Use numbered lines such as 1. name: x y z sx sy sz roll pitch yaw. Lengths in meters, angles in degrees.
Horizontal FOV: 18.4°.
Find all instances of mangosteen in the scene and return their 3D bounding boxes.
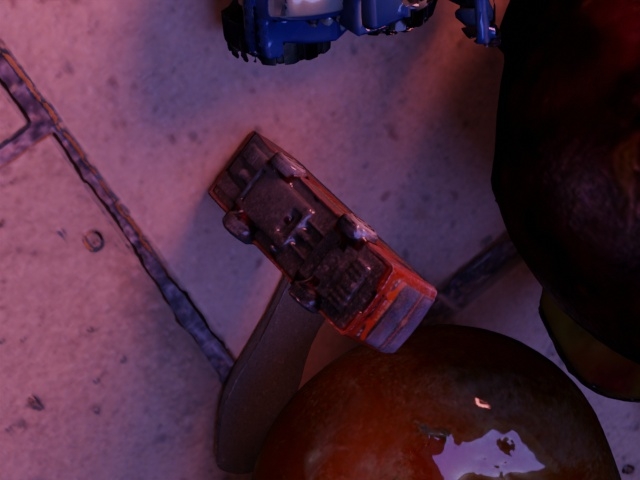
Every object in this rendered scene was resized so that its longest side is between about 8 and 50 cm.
1. mangosteen: 0.282 -0.074 1.310 0.381 0.381 0.421 -24 169 -18

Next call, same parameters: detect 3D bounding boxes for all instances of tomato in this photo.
1. tomato: 0.077 0.192 1.411 0.270 0.222 0.270 -1 93 -20

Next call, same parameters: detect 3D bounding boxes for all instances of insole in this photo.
1. insole: -0.031 0.084 1.418 0.063 0.010 0.192 12 109 -36

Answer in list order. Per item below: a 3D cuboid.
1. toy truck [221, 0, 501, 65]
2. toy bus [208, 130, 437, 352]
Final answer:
1. toy truck: 0.042 -0.180 1.237 0.208 0.126 0.113 -19 124 -22
2. toy bus: 0.000 0.000 1.273 0.077 0.192 0.065 28 102 -43
